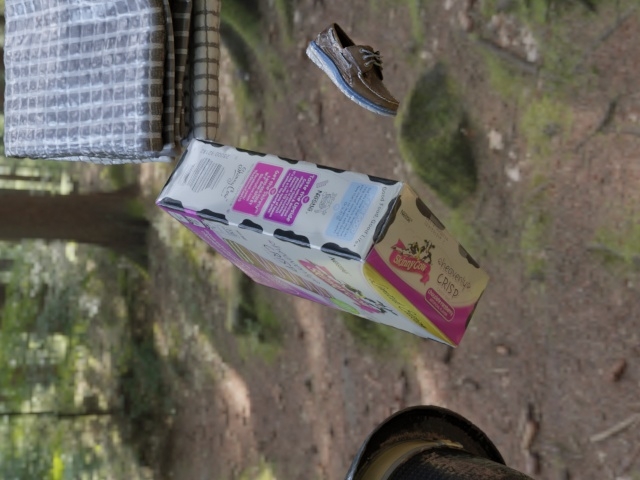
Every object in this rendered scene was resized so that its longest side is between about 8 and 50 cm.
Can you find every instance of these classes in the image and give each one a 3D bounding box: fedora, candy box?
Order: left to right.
[{"bbox_3d":[0.000,0.000,0.878,0.233,0.159,0.071,14,71,41],"label":"candy box"},{"bbox_3d":[0.170,0.337,1.187,0.153,0.334,0.333,-7,81,45],"label":"fedora"}]

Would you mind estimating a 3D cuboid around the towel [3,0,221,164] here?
[{"bbox_3d":[-0.239,-0.202,1.166,0.284,0.121,0.234,1,90,41],"label":"towel"}]

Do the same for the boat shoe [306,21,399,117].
[{"bbox_3d":[0.051,-0.241,1.491,0.183,0.066,0.066,45,114,28],"label":"boat shoe"}]
